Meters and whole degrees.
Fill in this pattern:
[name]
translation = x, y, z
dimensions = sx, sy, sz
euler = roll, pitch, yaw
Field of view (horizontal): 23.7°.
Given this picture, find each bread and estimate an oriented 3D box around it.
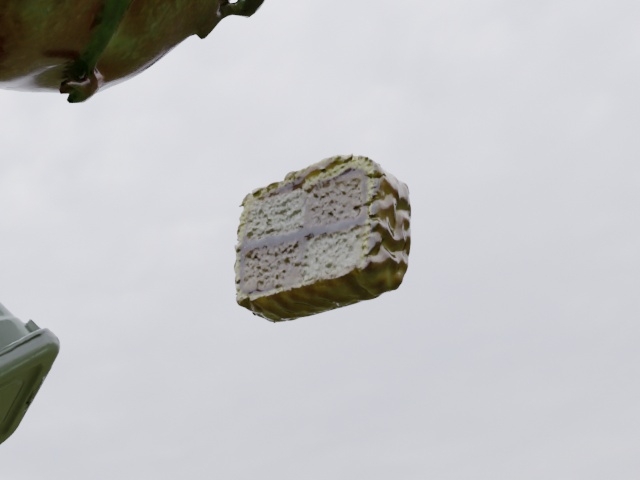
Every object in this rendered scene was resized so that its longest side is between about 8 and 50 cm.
[bread]
translation = 0.000, 0.000, 1.837
dimensions = 0.222, 0.182, 0.096
euler = -17, -31, 30

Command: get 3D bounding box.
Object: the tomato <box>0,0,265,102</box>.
[tomato]
translation = -0.154, -0.233, 0.820
dimensions = 0.303, 0.239, 0.303
euler = -41, -27, -26

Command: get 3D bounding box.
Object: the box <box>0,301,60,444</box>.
[box]
translation = -0.255, 0.091, 0.910
dimensions = 0.172, 0.093, 0.124
euler = -30, -18, -46
